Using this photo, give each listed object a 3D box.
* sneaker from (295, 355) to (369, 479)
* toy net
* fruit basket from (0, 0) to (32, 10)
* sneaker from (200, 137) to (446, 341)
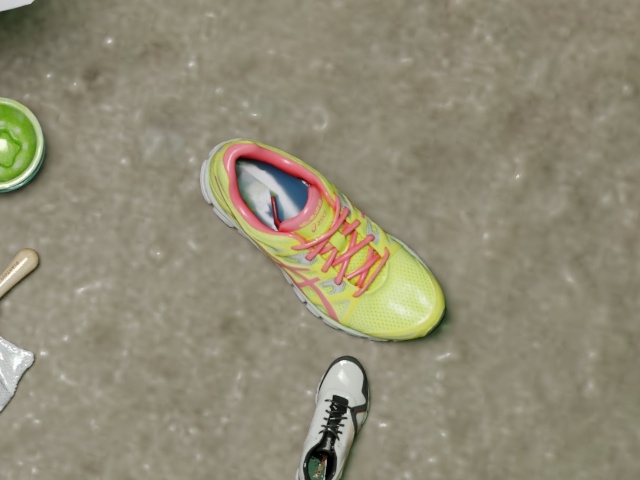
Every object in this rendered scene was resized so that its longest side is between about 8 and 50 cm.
[{"bbox_3d":[0.011,0.134,1.420,0.040,0.044,0.109,13,79,2],"label":"sneaker"},{"bbox_3d":[-0.261,0.014,1.426,0.122,0.045,0.232,2,81,-2],"label":"toy net"},{"bbox_3d":[-0.385,-0.258,1.215,0.353,0.165,0.327,-13,99,7],"label":"fruit basket"},{"bbox_3d":[0.000,0.000,1.415,0.208,0.094,0.081,35,80,2],"label":"sneaker"}]
